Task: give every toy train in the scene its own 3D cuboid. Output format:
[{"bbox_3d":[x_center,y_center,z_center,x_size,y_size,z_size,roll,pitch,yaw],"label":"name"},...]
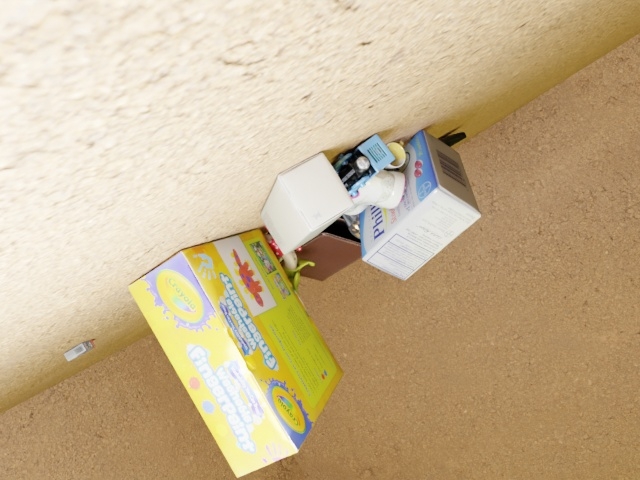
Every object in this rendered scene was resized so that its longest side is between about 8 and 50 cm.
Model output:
[{"bbox_3d":[0.072,-0.141,0.963,0.105,0.080,0.184,-37,180,-20],"label":"toy train"}]

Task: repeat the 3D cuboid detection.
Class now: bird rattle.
[{"bbox_3d":[-0.129,0.048,1.317,0.207,0.253,0.143,-2,-129,17],"label":"bird rattle"}]

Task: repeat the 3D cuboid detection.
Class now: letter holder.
[{"bbox_3d":[0.000,0.000,1.573,0.215,0.151,0.302,15,148,-30],"label":"letter holder"}]

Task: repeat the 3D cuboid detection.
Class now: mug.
[{"bbox_3d":[0.173,-0.205,1.159,0.078,0.062,0.064,-19,-179,-26],"label":"mug"}]

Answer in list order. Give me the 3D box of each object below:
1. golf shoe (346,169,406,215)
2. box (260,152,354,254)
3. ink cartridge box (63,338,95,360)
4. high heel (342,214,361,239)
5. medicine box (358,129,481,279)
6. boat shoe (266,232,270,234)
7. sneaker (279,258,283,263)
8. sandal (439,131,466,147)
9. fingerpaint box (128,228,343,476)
[{"bbox_3d":[0.087,-0.138,1.228,0.140,0.115,0.306,13,170,-28],"label":"golf shoe"},{"bbox_3d":[-0.038,-0.058,0.890,0.094,0.113,0.275,-31,180,-17],"label":"box"},{"bbox_3d":[-0.750,0.343,1.477,0.063,0.029,0.115,-31,178,-7],"label":"ink cartridge box"},{"bbox_3d":[0.178,-0.123,1.462,0.261,0.186,0.093,-31,177,-14],"label":"high heel"},{"bbox_3d":[0.243,-0.092,1.242,0.289,0.149,0.263,-47,-152,35],"label":"medicine box"},{"bbox_3d":[-0.128,-0.012,1.398,0.073,0.073,0.207,-7,151,-51],"label":"boat shoe"},{"bbox_3d":[-0.159,0.045,1.679,0.305,0.114,0.152,-30,179,-34],"label":"sneaker"},{"bbox_3d":[0.375,-0.276,1.792,0.446,0.106,0.167,-30,178,-10],"label":"sandal"},{"bbox_3d":[-0.165,0.220,1.076,0.163,0.444,0.371,-31,179,18],"label":"fingerpaint box"}]
